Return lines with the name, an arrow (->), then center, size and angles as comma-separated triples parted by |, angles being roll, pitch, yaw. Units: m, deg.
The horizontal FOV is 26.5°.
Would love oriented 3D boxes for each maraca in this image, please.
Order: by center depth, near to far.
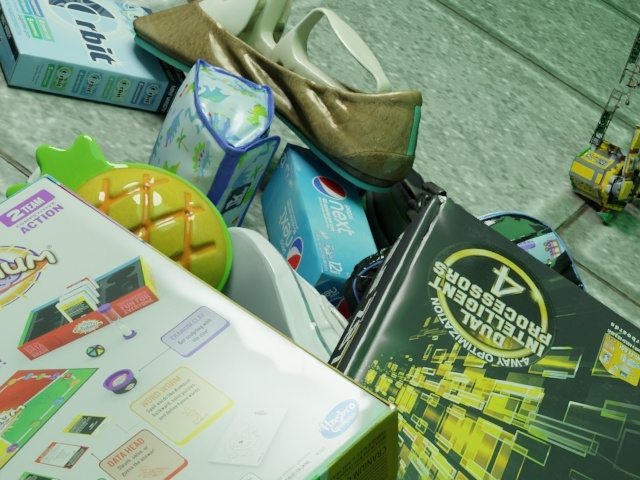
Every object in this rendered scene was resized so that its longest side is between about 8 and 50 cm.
maraca -> -0.158, -0.008, 1.077 | 0.186, 0.099, 0.127 | 32, 68, 0

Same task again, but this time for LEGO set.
LEGO set -> 0.474, -0.140, 1.622 | 0.255, 0.331, 0.192 | 22, 9, -40

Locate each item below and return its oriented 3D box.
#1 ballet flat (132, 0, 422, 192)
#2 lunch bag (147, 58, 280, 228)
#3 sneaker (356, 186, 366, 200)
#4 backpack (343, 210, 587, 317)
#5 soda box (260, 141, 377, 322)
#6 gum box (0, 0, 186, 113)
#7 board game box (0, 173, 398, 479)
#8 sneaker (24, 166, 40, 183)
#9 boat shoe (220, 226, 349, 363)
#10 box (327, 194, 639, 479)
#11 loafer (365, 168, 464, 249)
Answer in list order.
ballet flat -> -0.035, -0.175, 1.307 | 0.342, 0.124, 0.116 | 35, 20, 29
lunch bag -> -0.098, -0.066, 1.203 | 0.096, 0.129, 0.151 | 20, 29, -13
sneaker -> 0.057, -0.114, 1.441 | 0.083, 0.098, 0.223 | 29, 29, 1
backpack -> 0.121, 0.061, 1.094 | 0.158, 0.173, 0.117 | 65, -9, 2
soda box -> 0.000, 0.000, 1.238 | 0.067, 0.071, 0.210 | 16, 31, -21
gum box -> -0.241, -0.200, 1.384 | 0.184, 0.041, 0.157 | 7, 35, -32
board game box -> -0.150, 0.106, 0.786 | 0.316, 0.064, 0.242 | 32, 53, 33
sneaker -> -0.195, -0.043, 1.155 | 0.053, 0.059, 0.144 | 39, 30, 23
boat shoe -> -0.007, 0.096, 1.076 | 0.084, 0.095, 0.258 | 3, 48, -44
box -> 0.168, 0.193, 0.912 | 0.395, 0.097, 0.318 | 35, 50, -3
loafer -> 0.122, 0.014, 1.280 | 0.109, 0.095, 0.302 | 33, 25, -30
